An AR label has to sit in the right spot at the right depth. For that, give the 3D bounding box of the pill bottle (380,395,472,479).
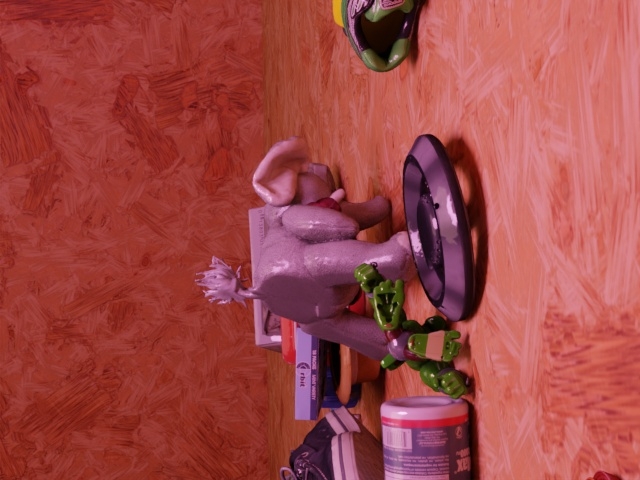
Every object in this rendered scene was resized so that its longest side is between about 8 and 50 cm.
[{"bbox_3d":[0.129,0.283,1.252,0.108,0.108,0.180,178,89,-81],"label":"pill bottle"}]

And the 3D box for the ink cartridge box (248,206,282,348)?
[{"bbox_3d":[-0.055,0.108,2.407,0.385,0.091,0.308,31,-128,-69],"label":"ink cartridge box"}]

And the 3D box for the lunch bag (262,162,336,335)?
[{"bbox_3d":[-0.030,0.015,2.043,0.235,0.169,0.287,-99,18,-54],"label":"lunch bag"}]

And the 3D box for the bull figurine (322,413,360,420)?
[{"bbox_3d":[0.039,0.425,1.901,0.310,0.101,0.188,-170,80,-81],"label":"bull figurine"}]

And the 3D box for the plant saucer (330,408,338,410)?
[{"bbox_3d":[0.041,0.358,2.144,0.192,0.018,0.067,-117,26,-68],"label":"plant saucer"}]

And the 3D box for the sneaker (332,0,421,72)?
[{"bbox_3d":[0.087,-0.374,1.347,0.344,0.134,0.146,84,170,-45],"label":"sneaker"}]

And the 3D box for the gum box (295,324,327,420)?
[{"bbox_3d":[-0.014,0.205,1.783,0.184,0.041,0.157,-62,-26,-80],"label":"gum box"}]

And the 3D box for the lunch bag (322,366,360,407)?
[{"bbox_3d":[0.025,0.277,1.960,0.065,0.098,0.067,-116,30,-63],"label":"lunch bag"}]

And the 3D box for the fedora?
[{"bbox_3d":[0.061,0.181,1.753,0.194,0.079,0.194,179,90,-82],"label":"fedora"}]

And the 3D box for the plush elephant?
[{"bbox_3d":[0.000,0.000,1.586,0.272,0.330,0.255,86,-167,-49],"label":"plush elephant"}]

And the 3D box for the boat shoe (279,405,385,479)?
[{"bbox_3d":[0.038,0.366,1.514,0.187,0.156,0.500,48,177,-4],"label":"boat shoe"}]

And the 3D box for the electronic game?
[{"bbox_3d":[0.144,-0.015,1.254,0.229,0.048,0.229,169,90,-83],"label":"electronic game"}]

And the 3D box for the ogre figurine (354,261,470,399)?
[{"bbox_3d":[0.113,0.120,1.298,0.097,0.197,0.118,-55,-16,-13],"label":"ogre figurine"}]

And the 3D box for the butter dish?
[{"bbox_3d":[0.014,0.145,1.929,0.118,0.160,0.160,-23,-68,-74],"label":"butter dish"}]

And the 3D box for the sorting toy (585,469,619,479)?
[{"bbox_3d":[0.223,0.238,0.835,0.061,0.042,0.102,102,163,-59],"label":"sorting toy"}]
